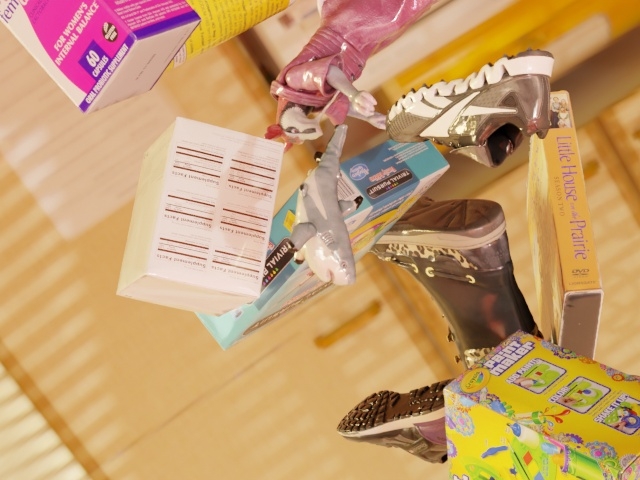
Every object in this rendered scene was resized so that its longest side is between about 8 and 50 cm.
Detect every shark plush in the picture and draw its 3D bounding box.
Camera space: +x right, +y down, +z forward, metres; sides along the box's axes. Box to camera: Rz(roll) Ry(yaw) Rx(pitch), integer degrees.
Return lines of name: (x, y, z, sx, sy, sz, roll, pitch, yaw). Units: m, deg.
shark plush: (0.011, -0.035, 1.280, 0.067, 0.073, 0.161, 6, -113, 6)

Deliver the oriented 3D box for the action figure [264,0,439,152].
action figure: (0.020, -0.295, 1.930, 0.370, 0.276, 0.248, -49, 173, -10)

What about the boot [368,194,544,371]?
boot: (0.204, 0.071, 2.082, 0.138, 0.284, 0.377, -37, -159, -31)

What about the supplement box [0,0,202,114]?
supplement box: (-0.244, -0.250, 1.238, 0.111, 0.220, 0.114, -47, 172, 36)

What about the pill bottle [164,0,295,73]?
pill bottle: (-0.142, -0.342, 1.573, 0.334, 0.188, 0.188, -30, -164, -16)

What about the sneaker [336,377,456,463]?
sneaker: (0.143, 0.311, 2.005, 0.283, 0.124, 0.107, -17, -159, 50)

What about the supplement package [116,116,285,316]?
supplement package: (-0.156, -0.024, 1.623, 0.194, 0.149, 0.203, 154, -53, -68)

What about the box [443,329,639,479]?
box: (0.330, 0.322, 1.703, 0.279, 0.289, 0.177, 23, -139, 38)

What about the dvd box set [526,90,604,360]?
dvd box set: (0.385, 0.012, 2.023, 0.062, 0.307, 0.420, -2, -130, 3)

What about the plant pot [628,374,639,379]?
plant pot: (0.536, 0.350, 2.196, 0.167, 0.167, 0.165, -27, -141, 19)

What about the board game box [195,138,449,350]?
board game box: (0.000, 0.000, 1.782, 0.254, 0.079, 0.336, -28, 166, -44)

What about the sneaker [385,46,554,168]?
sneaker: (0.158, -0.124, 1.363, 0.078, 0.106, 0.234, 1, 168, -42)
